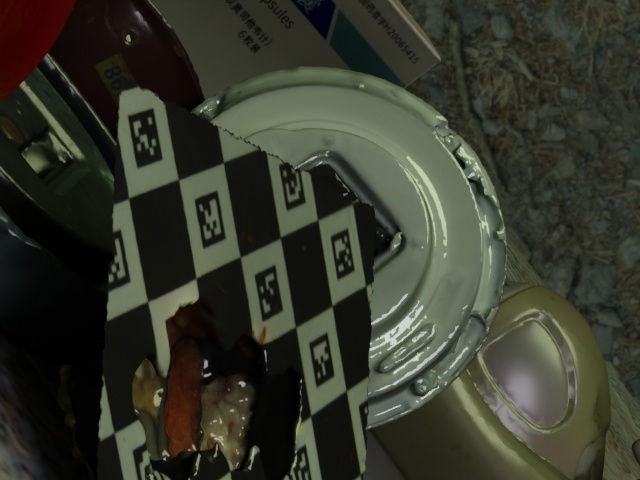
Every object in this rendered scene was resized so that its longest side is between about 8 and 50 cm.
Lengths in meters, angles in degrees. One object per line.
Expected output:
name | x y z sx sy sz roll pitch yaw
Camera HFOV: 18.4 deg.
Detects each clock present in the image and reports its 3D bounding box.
clock | -0.183 -0.054 1.075 0.280 0.055 0.280 50 11 -13
clock | 0.000 0.000 1.198 0.236 0.236 0.053 54 -11 9

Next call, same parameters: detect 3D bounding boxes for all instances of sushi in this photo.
sushi | -0.055 0.076 1.029 0.290 0.050 0.264 28 60 -60

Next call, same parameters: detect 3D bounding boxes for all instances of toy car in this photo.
toy car | 0.098 0.097 1.320 0.336 0.226 0.242 55 10 12

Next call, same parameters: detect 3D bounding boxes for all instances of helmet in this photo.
helmet | -0.152 -0.116 1.277 0.155 0.106 0.175 49 -3 36

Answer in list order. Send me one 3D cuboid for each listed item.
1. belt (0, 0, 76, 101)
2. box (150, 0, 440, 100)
belt | -0.233 -0.200 0.863 0.323 0.227 0.115 58 9 18
box | -0.074 -0.226 1.726 0.343 0.200 0.065 46 15 -29
